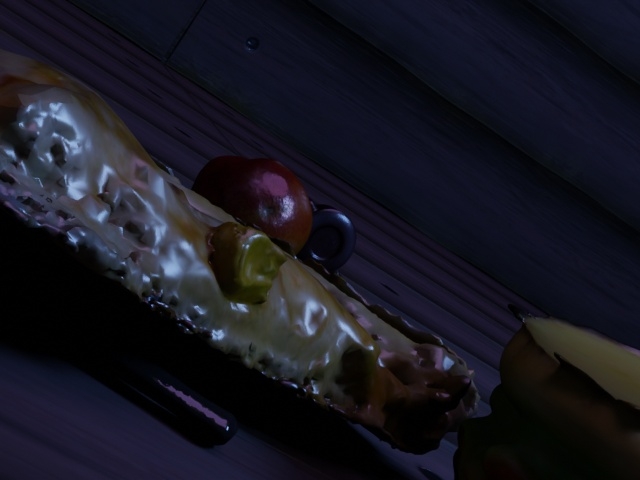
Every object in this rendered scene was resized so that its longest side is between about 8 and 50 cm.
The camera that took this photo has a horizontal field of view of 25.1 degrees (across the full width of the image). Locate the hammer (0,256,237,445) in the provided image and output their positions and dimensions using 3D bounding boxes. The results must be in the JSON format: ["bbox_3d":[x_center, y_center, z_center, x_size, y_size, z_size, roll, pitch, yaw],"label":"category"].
[{"bbox_3d":[-0.142,0.023,0.667,0.246,0.029,0.103,36,6,-4],"label":"hammer"}]

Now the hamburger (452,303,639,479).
[{"bbox_3d":[0.177,0.153,0.798,0.237,0.149,0.237,25,8,-4],"label":"hamburger"}]

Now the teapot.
[{"bbox_3d":[0.000,0.000,1.422,0.045,0.068,0.100,-137,-155,-65],"label":"teapot"}]

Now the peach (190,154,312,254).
[{"bbox_3d":[-0.058,-0.022,1.156,0.101,0.100,0.101,34,6,-4],"label":"peach"}]

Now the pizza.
[{"bbox_3d":[-0.130,-0.035,0.827,0.392,0.080,0.435,32,-4,37],"label":"pizza"}]
